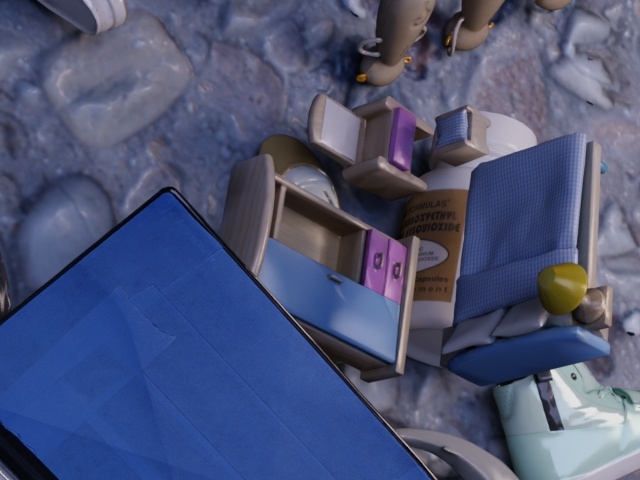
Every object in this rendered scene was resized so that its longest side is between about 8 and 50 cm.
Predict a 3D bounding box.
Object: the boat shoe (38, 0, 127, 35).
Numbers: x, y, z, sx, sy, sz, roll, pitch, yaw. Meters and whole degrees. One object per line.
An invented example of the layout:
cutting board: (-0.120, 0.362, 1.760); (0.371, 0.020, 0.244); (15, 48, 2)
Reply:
boat shoe: (-0.302, -0.269, 1.525); (0.277, 0.098, 0.096); (40, 63, 3)

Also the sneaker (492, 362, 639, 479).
sneaker: (0.288, 0.147, 1.643); (0.256, 0.094, 0.151); (-22, 90, -25)

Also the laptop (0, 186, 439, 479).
laptop: (-0.157, 0.252, 1.298); (0.382, 0.236, 0.408); (48, 46, -15)

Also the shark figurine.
shark figurine: (0.151, 0.245, 1.520); (0.166, 0.116, 0.278); (-39, 99, 2)

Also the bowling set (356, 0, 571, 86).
bowling set: (0.129, -0.297, 1.710); (0.287, 0.154, 0.200); (-19, 64, -26)

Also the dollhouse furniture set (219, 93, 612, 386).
dollhouse furniture set: (0.094, -0.043, 1.415); (0.198, 0.303, 0.286); (29, 58, -37)

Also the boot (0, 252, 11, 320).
boot: (-0.414, -0.025, 1.356); (0.222, 0.118, 0.338); (-20, 71, -47)

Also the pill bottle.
pill bottle: (0.141, -0.001, 1.609); (0.131, 0.131, 0.229); (19, 67, -17)

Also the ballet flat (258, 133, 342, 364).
ballet flat: (0.000, 0.000, 1.580); (0.080, 0.073, 0.232); (-11, 79, -24)
